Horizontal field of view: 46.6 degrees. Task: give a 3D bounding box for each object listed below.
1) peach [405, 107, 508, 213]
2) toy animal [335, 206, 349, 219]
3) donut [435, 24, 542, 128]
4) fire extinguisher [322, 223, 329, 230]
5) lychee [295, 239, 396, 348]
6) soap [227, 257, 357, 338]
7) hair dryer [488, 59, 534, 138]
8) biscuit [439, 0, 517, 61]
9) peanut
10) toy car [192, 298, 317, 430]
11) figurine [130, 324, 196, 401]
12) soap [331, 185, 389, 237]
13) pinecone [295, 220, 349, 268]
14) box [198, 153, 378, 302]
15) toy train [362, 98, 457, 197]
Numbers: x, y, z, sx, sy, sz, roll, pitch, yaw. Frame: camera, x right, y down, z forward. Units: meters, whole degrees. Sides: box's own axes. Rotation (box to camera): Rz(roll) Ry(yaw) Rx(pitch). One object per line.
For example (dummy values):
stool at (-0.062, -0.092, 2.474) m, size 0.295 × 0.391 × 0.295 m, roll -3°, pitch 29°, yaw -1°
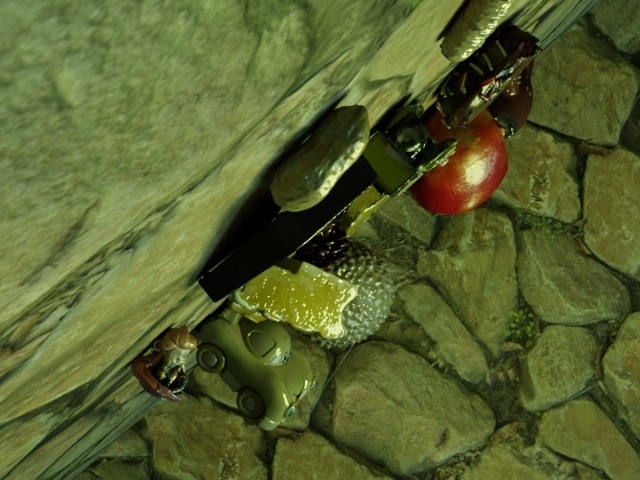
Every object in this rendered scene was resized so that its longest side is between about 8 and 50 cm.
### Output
peach at (0.352, -0.227, 1.884) m, size 0.281 × 0.281 × 0.338 m, roll -38°, pitch 166°, yaw -46°
toy animal at (0.061, -0.104, 1.694) m, size 0.108 × 0.062 × 0.220 m, roll -39°, pitch 169°, yaw -39°
donut at (0.360, -0.357, 1.621) m, size 0.269 × 0.103 × 0.270 m, roll -44°, pitch 176°, yaw -4°
fire extinguisher at (0.010, -0.068, 1.665) m, size 0.035 × 0.049 × 0.173 m, roll -21°, pitch 166°, yaw -15°
lychee at (0.056, 0.166, 2.481) m, size 0.380 × 0.380 × 0.432 m, roll -42°, pitch 156°, yaw -3°
soap at (-0.131, 0.109, 1.751) m, size 0.338 × 0.304 × 0.170 m, roll 10°, pitch -102°, yaw 59°
hair dryer at (0.514, -0.468, 1.957) m, size 0.340 × 0.123 × 0.313 m, roll 65°, pitch 42°, yaw -64°
biscuit at (0.227, -0.317, 1.034) m, size 0.061 × 0.055 × 0.219 m, roll -29°, pitch 171°, yaw -24°
peanut at (0.001, -0.105, 0.965) m, size 0.174 × 0.080 × 0.080 m, roll -47°, pitch 175°, yaw 18°
toy car at (-0.153, 0.301, 1.992) m, size 0.226 × 0.336 × 0.242 m, roll -45°, pitch 175°, yaw 19°
figurine at (-0.321, 0.248, 1.543) m, size 0.114 × 0.126 × 0.157 m, roll 7°, pitch -99°, yaw 51°
soap at (0.088, -0.085, 2.003) m, size 0.199 × 0.091 × 0.315 m, roll -42°, pitch 176°, yaw -17°
pinecone at (0.001, 0.000, 1.804) m, size 0.140 × 0.140 × 0.121 m, roll -38°, pitch 137°, yaw -50°
box at (-0.061, -0.013, 1.194) m, size 0.211 × 0.058 × 0.350 m, roll -42°, pitch -175°, yaw -33°
toy train at (0.165, -0.171, 1.448) m, size 0.177 × 0.134 × 0.261 m, roll -43°, pitch 176°, yaw 10°
